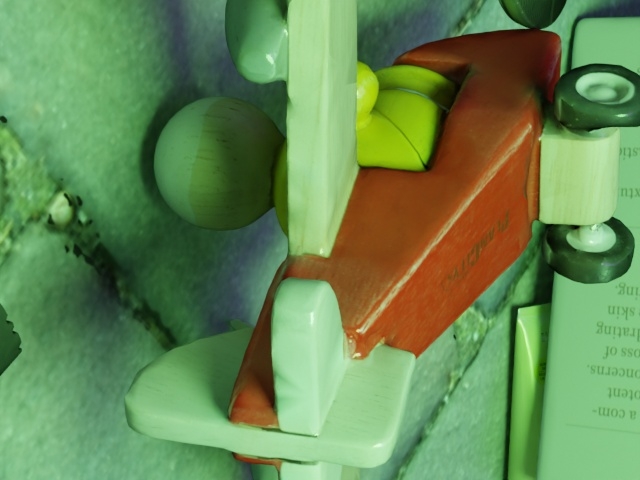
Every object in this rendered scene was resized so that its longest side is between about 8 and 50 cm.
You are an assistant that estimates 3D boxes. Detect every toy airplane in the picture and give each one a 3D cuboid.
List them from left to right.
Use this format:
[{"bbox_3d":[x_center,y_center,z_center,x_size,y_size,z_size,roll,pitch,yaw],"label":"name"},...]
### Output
[{"bbox_3d":[0.000,0.000,1.139,0.384,0.272,0.386,24,88,-63],"label":"toy airplane"}]

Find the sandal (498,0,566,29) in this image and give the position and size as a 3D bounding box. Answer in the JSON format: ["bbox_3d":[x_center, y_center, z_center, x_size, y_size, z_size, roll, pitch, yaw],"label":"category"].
[{"bbox_3d":[0.151,-0.237,1.350,0.303,0.086,0.120,-62,167,-63],"label":"sandal"}]

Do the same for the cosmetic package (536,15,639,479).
[{"bbox_3d":[0.408,0.030,1.543,0.327,0.329,0.394,8,87,-51],"label":"cosmetic package"}]

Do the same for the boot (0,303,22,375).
[{"bbox_3d":[-0.303,0.056,0.912,0.260,0.131,0.348,-53,136,-25],"label":"boot"}]

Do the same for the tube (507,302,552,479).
[{"bbox_3d":[0.188,0.169,1.580,0.070,0.062,0.240,-83,175,-83],"label":"tube"}]
